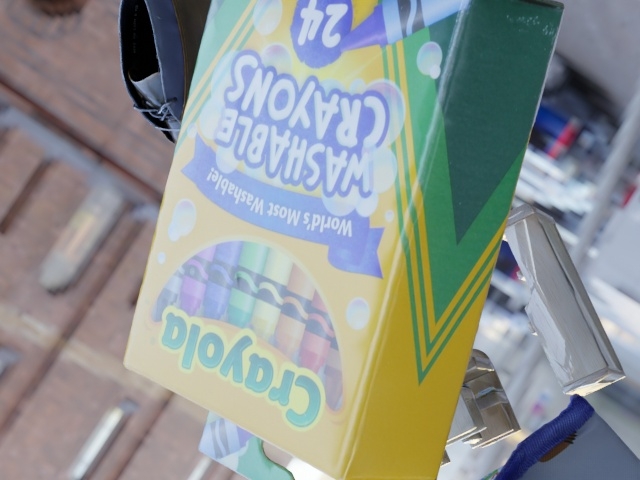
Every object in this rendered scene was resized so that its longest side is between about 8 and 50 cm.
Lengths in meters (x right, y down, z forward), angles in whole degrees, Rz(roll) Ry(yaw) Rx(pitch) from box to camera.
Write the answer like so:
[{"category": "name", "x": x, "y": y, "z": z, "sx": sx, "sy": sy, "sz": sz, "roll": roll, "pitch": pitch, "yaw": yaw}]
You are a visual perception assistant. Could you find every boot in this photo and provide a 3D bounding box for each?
[{"category": "boot", "x": -0.101, "y": -0.083, "z": 1.362, "sx": 0.106, "sy": 0.219, "sz": 0.082, "roll": 5, "pitch": 176, "yaw": -40}]

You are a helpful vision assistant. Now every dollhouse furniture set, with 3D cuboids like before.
[{"category": "dollhouse furniture set", "x": 0.120, "y": 0.095, "z": 1.679, "sx": 0.161, "sy": 0.242, "sz": 0.212, "roll": 67, "pitch": -167, "yaw": 12}]

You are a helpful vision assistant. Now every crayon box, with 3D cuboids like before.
[{"category": "crayon box", "x": 0.000, "y": 0.000, "z": 1.074, "sx": 0.083, "sy": 0.323, "sz": 0.203, "roll": 6, "pitch": -169, "yaw": -44}]

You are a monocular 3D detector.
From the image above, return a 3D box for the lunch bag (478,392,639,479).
[{"category": "lunch bag", "x": 0.127, "y": 0.356, "z": 1.246, "sx": 0.328, "sy": 0.239, "sz": 0.385, "roll": 50, "pitch": 136, "yaw": 13}]
